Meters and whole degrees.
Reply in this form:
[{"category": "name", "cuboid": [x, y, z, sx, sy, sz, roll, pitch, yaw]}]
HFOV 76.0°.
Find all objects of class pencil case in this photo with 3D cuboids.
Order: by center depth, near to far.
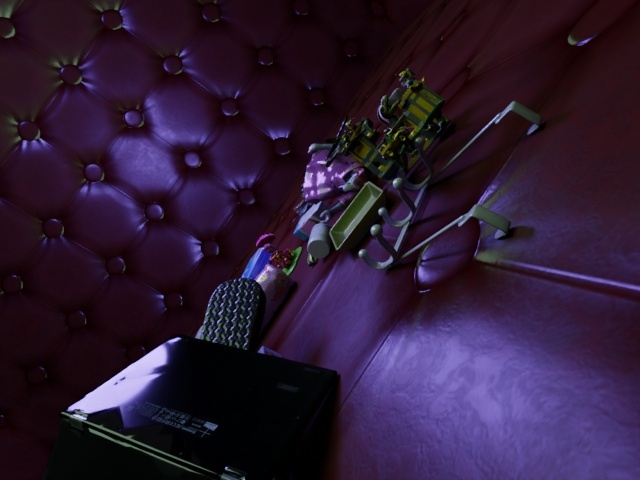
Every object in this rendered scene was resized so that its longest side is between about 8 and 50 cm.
[{"category": "pencil case", "cuboid": [-0.203, 0.218, 1.333, 0.284, 0.124, 0.124, -58, 13, -9]}]

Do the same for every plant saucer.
[{"category": "plant saucer", "cuboid": [0.105, -0.060, 1.098, 0.188, 0.045, 0.188, -53, 14, 10]}]

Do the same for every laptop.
[{"category": "laptop", "cuboid": [-0.219, 0.381, 0.661, 0.408, 0.382, 0.236, -37, -52, -58]}]

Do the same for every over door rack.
[{"category": "over door rack", "cuboid": [0.196, -0.091, 0.720, 0.239, 0.108, 0.324, -62, 15, -24]}]

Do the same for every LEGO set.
[{"category": "LEGO set", "cuboid": [0.144, -0.262, 0.925, 0.255, 0.192, 0.331, -54, -12, 25]}]

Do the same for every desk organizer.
[{"category": "desk organizer", "cuboid": [-0.058, -0.094, 1.740, 0.047, 0.050, 0.130, -46, 16, 34]}]

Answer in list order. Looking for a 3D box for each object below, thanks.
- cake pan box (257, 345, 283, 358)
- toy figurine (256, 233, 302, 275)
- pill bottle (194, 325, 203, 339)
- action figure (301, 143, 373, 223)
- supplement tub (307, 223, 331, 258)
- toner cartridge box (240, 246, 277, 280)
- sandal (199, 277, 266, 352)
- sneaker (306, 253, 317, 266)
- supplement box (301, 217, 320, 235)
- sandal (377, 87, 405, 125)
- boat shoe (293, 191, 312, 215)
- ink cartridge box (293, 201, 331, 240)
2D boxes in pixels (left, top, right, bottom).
[{"category": "cake pan box", "cuboid": [-0.164, 0.390, 0.884, 0.245, 0.070, 0.267, -56, 14, 4]}, {"category": "toy figurine", "cuboid": [-0.171, 0.046, 1.553, 0.130, 0.159, 0.173, -50, 14, 19]}, {"category": "pill bottle", "cuboid": [-0.359, 0.374, 1.393, 0.160, 0.160, 0.283, -50, 13, 19]}, {"category": "action figure", "cuboid": [0.082, -0.195, 1.356, 0.370, 0.276, 0.247, 20, 114, 61]}, {"category": "supplement tub", "cuboid": [0.000, 0.000, 1.262, 0.071, 0.071, 0.107, -48, 15, 28]}, {"category": "toner cartridge box", "cuboid": [-0.321, 0.166, 1.967, 0.165, 0.075, 0.347, -45, 16, 32]}, {"category": "sandal", "cuboid": [-0.196, 0.278, 0.852, 0.168, 0.107, 0.445, -1, 45, 15]}, {"category": "sneaker", "cuboid": [-0.031, 0.054, 1.321, 0.035, 0.031, 0.083, -50, 14, 21]}, {"category": "supplement box", "cuboid": [-0.016, -0.037, 1.363, 0.043, 0.055, 0.083, -52, -24, 13]}, {"category": "sandal", "cuboid": [0.258, -0.455, 1.450, 0.076, 0.102, 0.265, -45, 8, 42]}, {"category": "boat shoe", "cuboid": [-0.062, -0.207, 2.000, 0.183, 0.066, 0.066, -56, 13, -5]}, {"category": "ink cartridge box", "cuboid": [-0.021, -0.087, 1.572, 0.180, 0.060, 0.104, -42, 18, 45]}]
